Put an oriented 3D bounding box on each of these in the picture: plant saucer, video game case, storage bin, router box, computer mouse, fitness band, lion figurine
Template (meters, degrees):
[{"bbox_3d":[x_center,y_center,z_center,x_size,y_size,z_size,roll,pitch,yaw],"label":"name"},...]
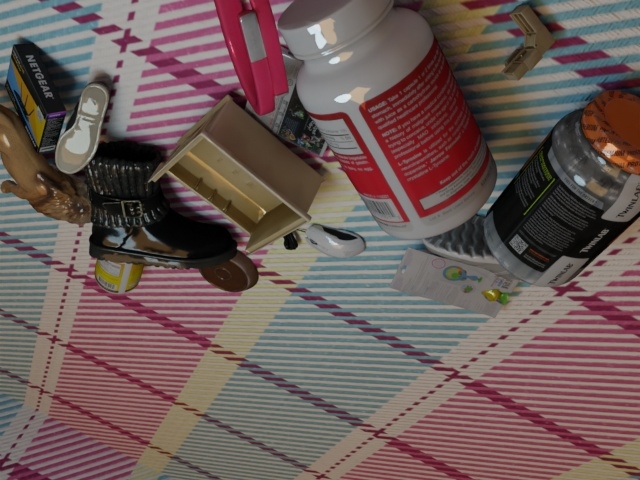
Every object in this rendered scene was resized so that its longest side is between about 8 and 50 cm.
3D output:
[{"bbox_3d":[-0.235,0.074,1.825,0.168,0.029,0.168,14,139,13],"label":"plant saucer"},{"bbox_3d":[-0.045,-0.258,1.376,0.173,0.022,0.190,25,139,-1],"label":"video game case"},{"bbox_3d":[-0.171,-0.118,1.493,0.262,0.123,0.260,38,143,-20],"label":"storage bin"},{"bbox_3d":[-0.581,-0.289,1.513,0.179,0.046,0.133,60,141,15],"label":"router box"},{"bbox_3d":[0.000,0.000,1.618,0.193,0.042,0.106,13,138,13],"label":"computer mouse"},{"bbox_3d":[-0.119,-0.341,1.198,0.054,0.209,0.291,-21,136,-10],"label":"fitness band"},{"bbox_3d":[-0.651,-0.180,1.632,0.240,0.142,0.392,19,158,33],"label":"lion figurine"}]

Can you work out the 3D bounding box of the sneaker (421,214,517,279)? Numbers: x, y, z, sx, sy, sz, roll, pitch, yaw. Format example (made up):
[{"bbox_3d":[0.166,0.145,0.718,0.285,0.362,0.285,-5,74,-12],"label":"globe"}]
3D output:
[{"bbox_3d":[0.331,0.033,1.445,0.281,0.105,0.115,15,145,15],"label":"sneaker"}]

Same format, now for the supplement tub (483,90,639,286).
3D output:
[{"bbox_3d":[0.418,-0.079,1.211,0.194,0.193,0.316,26,141,-2],"label":"supplement tub"}]

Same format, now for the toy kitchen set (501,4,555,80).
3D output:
[{"bbox_3d":[0.292,-0.299,1.133,0.075,0.083,0.068,43,178,-21],"label":"toy kitchen set"}]

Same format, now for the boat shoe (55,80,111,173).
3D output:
[{"bbox_3d":[-0.482,-0.232,1.523,0.075,0.065,0.206,22,111,-18],"label":"boat shoe"}]

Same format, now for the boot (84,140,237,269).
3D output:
[{"bbox_3d":[-0.347,-0.077,1.640,0.348,0.131,0.260,3,114,-13],"label":"boot"}]

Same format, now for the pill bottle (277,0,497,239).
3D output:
[{"bbox_3d":[0.107,-0.214,1.187,0.229,0.229,0.407,-10,130,34],"label":"pill bottle"}]

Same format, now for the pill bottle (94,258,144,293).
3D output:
[{"bbox_3d":[-0.489,0.034,1.837,0.117,0.117,0.215,27,140,-3],"label":"pill bottle"}]

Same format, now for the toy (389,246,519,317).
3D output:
[{"bbox_3d":[0.279,0.076,1.555,0.237,0.056,0.137,18,136,0],"label":"toy"}]
